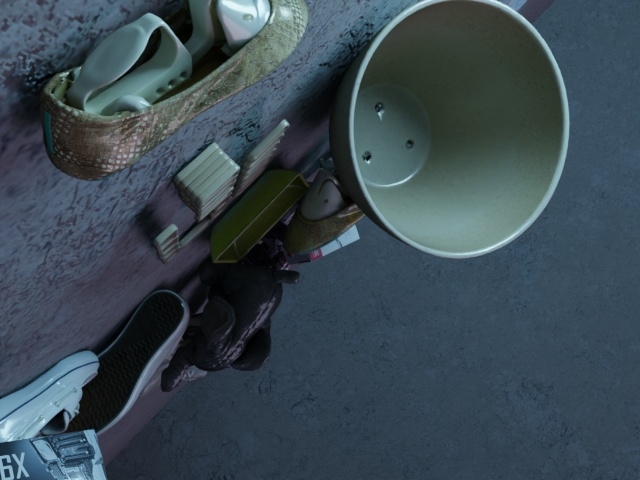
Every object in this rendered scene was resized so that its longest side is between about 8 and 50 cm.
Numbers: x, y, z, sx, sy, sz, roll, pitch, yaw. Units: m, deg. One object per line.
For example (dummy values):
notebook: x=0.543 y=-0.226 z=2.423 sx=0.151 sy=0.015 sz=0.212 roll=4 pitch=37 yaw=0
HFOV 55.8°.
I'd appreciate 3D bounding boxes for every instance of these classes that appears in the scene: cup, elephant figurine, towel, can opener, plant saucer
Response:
cup: x=0.141 y=-0.154 z=0.868 sx=0.331 sy=0.331 sz=0.237 roll=-45 pitch=-159 yaw=-11
elephant figurine: x=-0.165 y=0.163 z=1.081 sx=0.186 sy=0.170 sz=0.239 roll=130 pitch=-23 yaw=-61
towel: x=-0.075 y=0.020 z=1.557 sx=0.197 sy=0.029 sz=0.144 roll=-54 pitch=-162 yaw=5
can opener: x=-0.032 y=-0.046 z=1.361 sx=0.076 sy=0.095 sz=0.283 roll=-46 pitch=176 yaw=0
plant saucer: x=-0.104 y=-0.045 z=0.984 sx=0.188 sy=0.045 sz=0.188 roll=-46 pitch=176 yaw=1

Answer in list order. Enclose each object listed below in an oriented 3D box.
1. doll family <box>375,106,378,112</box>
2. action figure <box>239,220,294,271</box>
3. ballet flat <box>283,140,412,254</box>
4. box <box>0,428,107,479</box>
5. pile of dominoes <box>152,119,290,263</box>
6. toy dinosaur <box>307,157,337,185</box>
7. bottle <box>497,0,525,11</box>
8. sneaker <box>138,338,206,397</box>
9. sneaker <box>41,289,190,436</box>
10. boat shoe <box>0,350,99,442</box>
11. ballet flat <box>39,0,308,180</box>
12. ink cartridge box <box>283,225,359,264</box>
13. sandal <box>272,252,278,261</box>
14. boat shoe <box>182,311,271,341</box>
doll family: x=0.179 y=-0.269 z=1.108 sx=0.163 sy=0.118 sz=0.263 roll=-44 pitch=176 yaw=-19
action figure: x=-0.128 y=0.044 z=1.291 sx=0.185 sy=0.099 sz=0.285 roll=-51 pitch=-179 yaw=-18
ballet flat: x=0.061 y=-0.102 z=1.079 sx=0.349 sy=0.123 sz=0.123 roll=-30 pitch=179 yaw=9
box: x=-0.384 y=0.302 z=0.587 sx=0.243 sy=0.076 sz=0.307 roll=7 pitch=135 yaw=-45
pile of dominoes: x=-0.135 y=-0.060 z=0.735 sx=0.196 sy=0.040 sz=0.251 roll=-45 pitch=-176 yaw=-14
toy dinosaur: x=0.052 y=-0.131 z=1.227 sx=0.313 sy=0.121 sz=0.160 roll=-48 pitch=165 yaw=-30
bottle: x=0.309 y=-0.424 z=1.084 sx=0.118 sy=0.092 sz=0.283 roll=-45 pitch=176 yaw=-24
sneaker: x=-0.358 y=0.324 z=1.545 sx=0.262 sy=0.121 sz=0.099 roll=-42 pitch=174 yaw=-45
sneaker: x=-0.310 y=0.209 z=0.966 sx=0.290 sy=0.106 sz=0.123 roll=-46 pitch=174 yaw=-10
boat shoe: x=-0.362 y=0.224 z=0.798 sx=0.083 sy=0.076 sz=0.226 roll=-47 pitch=176 yaw=24
ballet flat: x=-0.080 y=-0.116 z=0.368 sx=0.206 sy=0.073 sz=0.067 roll=-48 pitch=163 yaw=-24
ink cartridge box: x=0.000 y=0.000 z=1.416 sx=0.151 sy=0.063 sz=0.109 roll=-23 pitch=-175 yaw=-32
sandal: x=-0.176 y=0.087 z=1.536 sx=0.219 sy=0.060 sz=0.090 roll=-60 pitch=-166 yaw=-16
boat shoe: x=-0.217 y=0.212 z=1.326 sx=0.132 sy=0.130 sz=0.355 roll=-11 pitch=171 yaw=-31
